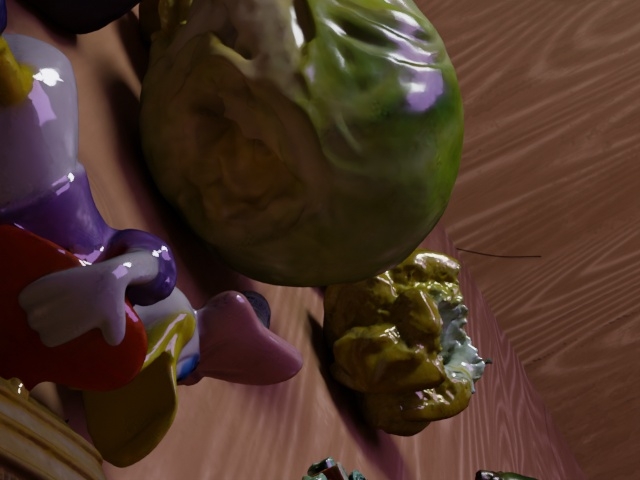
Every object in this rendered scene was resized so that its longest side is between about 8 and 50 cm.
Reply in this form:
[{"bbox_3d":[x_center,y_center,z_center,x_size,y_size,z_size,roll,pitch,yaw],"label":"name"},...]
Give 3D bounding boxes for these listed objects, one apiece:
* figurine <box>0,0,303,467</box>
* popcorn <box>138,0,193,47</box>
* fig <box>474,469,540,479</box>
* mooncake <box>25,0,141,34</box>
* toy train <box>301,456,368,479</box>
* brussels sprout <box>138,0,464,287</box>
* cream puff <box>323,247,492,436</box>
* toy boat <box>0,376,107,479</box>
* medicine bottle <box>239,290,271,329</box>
[{"bbox_3d":[-0.157,0.001,0.860,0.193,0.154,0.421,-88,156,-46],"label":"figurine"},{"bbox_3d":[-0.089,-0.219,1.692,0.237,0.206,0.251,46,-12,-6],"label":"popcorn"},{"bbox_3d":[0.266,0.372,1.836,0.195,0.195,0.244,-95,164,-66],"label":"fig"},{"bbox_3d":[-0.243,-0.338,1.398,0.283,0.141,0.283,60,8,-14],"label":"mooncake"},{"bbox_3d":[0.027,0.270,1.279,0.175,0.074,0.118,65,14,8],"label":"toy train"},{"bbox_3d":[-0.009,-0.122,1.452,0.268,0.344,0.344,-18,-75,56],"label":"brussels sprout"},{"bbox_3d":[0.084,0.121,1.725,0.194,0.195,0.221,-98,169,-63],"label":"cream puff"},{"bbox_3d":[-0.179,0.101,0.659,0.310,0.089,0.115,48,19,-53],"label":"toy boat"},{"bbox_3d":[-0.070,0.079,1.375,0.047,0.047,0.083,59,11,-11],"label":"medicine bottle"}]
